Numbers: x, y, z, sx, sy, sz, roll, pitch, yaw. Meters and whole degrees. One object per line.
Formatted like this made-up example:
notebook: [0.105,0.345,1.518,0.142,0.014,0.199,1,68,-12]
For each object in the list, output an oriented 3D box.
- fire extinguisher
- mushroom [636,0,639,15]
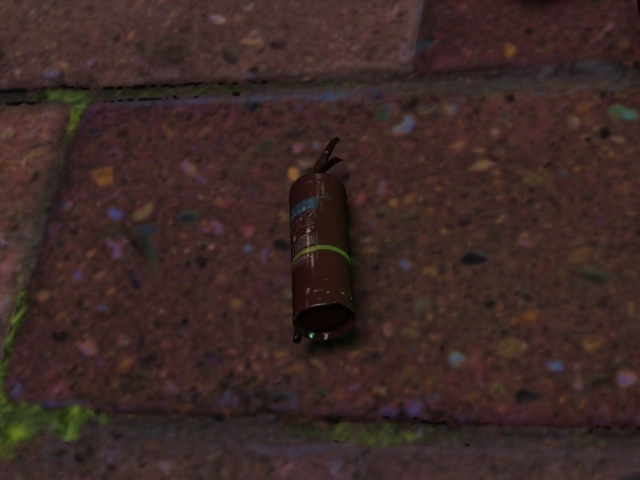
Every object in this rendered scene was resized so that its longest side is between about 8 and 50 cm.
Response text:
fire extinguisher: [0.000,0.000,1.028,0.056,0.039,0.132,-46,33,37]
mushroom: [0.295,-0.173,0.946,0.267,0.254,0.267,-33,36,27]
